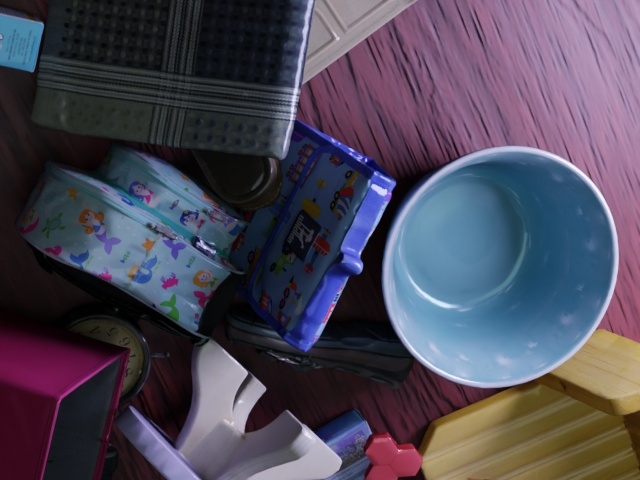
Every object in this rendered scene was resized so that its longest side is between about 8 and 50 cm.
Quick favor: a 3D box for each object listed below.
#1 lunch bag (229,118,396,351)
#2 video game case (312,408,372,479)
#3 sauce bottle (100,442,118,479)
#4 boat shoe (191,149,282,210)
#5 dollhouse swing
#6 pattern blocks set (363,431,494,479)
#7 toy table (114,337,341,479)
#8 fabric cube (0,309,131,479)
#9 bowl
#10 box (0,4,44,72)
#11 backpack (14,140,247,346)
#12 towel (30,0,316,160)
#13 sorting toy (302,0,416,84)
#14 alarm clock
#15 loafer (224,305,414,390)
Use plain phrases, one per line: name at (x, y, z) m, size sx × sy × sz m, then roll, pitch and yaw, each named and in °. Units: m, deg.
lunch bag at (0.000, 0.000, 1.874) m, size 0.138 × 0.293 × 0.221 m, roll 26°, pitch 96°, yaw -20°
video game case at (-0.013, 0.394, 2.098) m, size 0.269 × 0.061 × 0.244 m, roll -28°, pitch 110°, yaw -6°
sauce bottle at (-0.318, 0.423, 2.001) m, size 0.111 × 0.111 × 0.345 m, roll 7°, pitch 101°, yaw -17°
boat shoe at (-0.134, -0.175, 1.874) m, size 0.110 × 0.104 × 0.307 m, roll -22°, pitch 80°, yaw 10°
dollhouse swing at (0.353, 0.351, 2.082) m, size 0.305 × 0.315 × 0.347 m, roll -27°, pitch 110°, yaw -18°
pattern blocks set at (0.138, 0.427, 2.084) m, size 0.324 × 0.026 × 0.285 m, roll 30°, pitch 100°, yaw -16°
toy table at (-0.106, 0.254, 1.929) m, size 0.161 × 0.252 × 0.274 m, roll -46°, pitch 126°, yaw -4°
fabric cube at (-0.401, 0.230, 1.805) m, size 0.258 × 0.254 × 0.259 m, roll 16°, pitch 102°, yaw 7°
bowl at (0.205, 0.016, 2.003) m, size 0.311 × 0.163 × 0.312 m, roll -4°, pitch 106°, yaw -14°
box at (-0.445, -0.252, 1.789) m, size 0.244 × 0.100 × 0.060 m, roll 11°, pitch 102°, yaw -17°
backpack at (-0.224, -0.009, 1.847) m, size 0.253 × 0.225 × 0.191 m, roll 23°, pitch 94°, yaw -23°
towel at (-0.166, -0.262, 1.811) m, size 0.324 × 0.056 × 0.312 m, roll 9°, pitch 92°, yaw 11°
sorting toy at (-0.048, -0.358, 1.906) m, size 0.229 × 0.041 × 0.307 m, roll -35°, pitch 110°, yaw 1°
alarm clock at (-0.297, 0.156, 1.958) m, size 0.192 × 0.064 × 0.129 m, roll -35°, pitch 111°, yaw -6°
loafer at (0.000, 0.146, 2.023) m, size 0.267 × 0.096 × 0.084 m, roll 9°, pitch 108°, yaw -19°
